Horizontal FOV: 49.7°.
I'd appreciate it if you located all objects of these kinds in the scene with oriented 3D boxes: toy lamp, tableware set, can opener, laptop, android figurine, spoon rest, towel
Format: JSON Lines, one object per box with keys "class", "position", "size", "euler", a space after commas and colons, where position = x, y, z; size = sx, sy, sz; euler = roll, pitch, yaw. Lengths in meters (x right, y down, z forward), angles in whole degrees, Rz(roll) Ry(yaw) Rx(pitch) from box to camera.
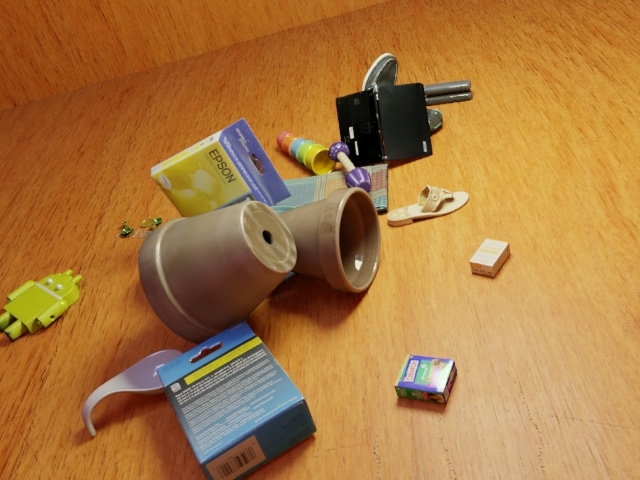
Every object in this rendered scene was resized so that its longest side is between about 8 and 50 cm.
{"class": "toy lamp", "position": [0.093, -0.218, 2.115], "size": [0.080, 0.080, 0.275], "euler": [-20, 32, -2]}
{"class": "tableware set", "position": [-0.610, -0.048, 2.320], "size": [0.154, 0.024, 0.104], "euler": [0, 38, 26]}
{"class": "can opener", "position": [0.399, -0.534, 2.469], "size": [0.283, 0.076, 0.095], "euler": [-3, 38, 20]}
{"class": "laptop", "position": [0.200, -0.367, 2.220], "size": [0.264, 0.234, 0.136], "euler": [-6, 3, 42]}
{"class": "android figurine", "position": [-0.843, 0.186, 2.079], "size": [0.248, 0.056, 0.273], "euler": [20, 51, 43]}
{"class": "spoon rest", "position": [-0.440, 0.346, 1.632], "size": [0.276, 0.084, 0.137], "euler": [-34, 37, -19]}
{"class": "towel", "position": [0.027, -0.137, 2.125], "size": [0.370, 0.040, 0.271], "euler": [-10, 36, 13]}

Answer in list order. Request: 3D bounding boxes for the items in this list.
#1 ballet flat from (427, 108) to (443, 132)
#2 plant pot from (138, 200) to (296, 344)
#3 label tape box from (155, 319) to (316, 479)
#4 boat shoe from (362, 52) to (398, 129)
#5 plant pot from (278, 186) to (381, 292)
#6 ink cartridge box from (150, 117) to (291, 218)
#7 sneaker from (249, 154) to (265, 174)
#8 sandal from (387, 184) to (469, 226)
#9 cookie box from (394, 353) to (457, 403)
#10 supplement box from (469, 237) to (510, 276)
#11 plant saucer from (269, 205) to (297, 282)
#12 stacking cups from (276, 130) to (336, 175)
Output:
{"class": "ballet flat", "position": [0.275, -0.407, 2.340], "size": [0.280, 0.095, 0.096], "euler": [8, 51, 34]}
{"class": "plant pot", "position": [-0.222, 0.048, 1.654], "size": [0.280, 0.323, 0.323], "euler": [-31, 27, 28]}
{"class": "label tape box", "position": [-0.190, 0.343, 1.495], "size": [0.240, 0.106, 0.333], "euler": [-28, 33, -14]}
{"class": "boat shoe", "position": [0.190, -0.446, 2.279], "size": [0.113, 0.127, 0.340], "euler": [33, 97, 48]}
{"class": "plant pot", "position": [0.000, 0.000, 1.748], "size": [0.229, 0.263, 0.263], "euler": [0, 38, 27]}
{"class": "ink cartridge box", "position": [-0.283, -0.159, 2.026], "size": [0.307, 0.304, 0.072], "euler": [-26, 35, 10]}
{"class": "sneaker", "position": [-0.287, -0.265, 2.344], "size": [0.281, 0.163, 0.106], "euler": [1, 39, 26]}
{"class": "sandal", "position": [0.297, -0.113, 1.924], "size": [0.240, 0.079, 0.088], "euler": [-19, 34, 0]}
{"class": "cookie box", "position": [0.219, 0.287, 1.435], "size": [0.107, 0.040, 0.092], "euler": [2, 40, 29]}
{"class": "supplement box", "position": [0.415, 0.041, 1.689], "size": [0.062, 0.036, 0.098], "euler": [13, 45, 38]}
{"class": "plant saucer", "position": [-0.150, 0.025, 1.948], "size": [0.317, 0.044, 0.318], "euler": [-10, 43, 9]}
{"class": "stacking cups", "position": [-0.066, -0.308, 2.364], "size": [0.096, 0.096, 0.316], "euler": [-31, 34, -18]}
